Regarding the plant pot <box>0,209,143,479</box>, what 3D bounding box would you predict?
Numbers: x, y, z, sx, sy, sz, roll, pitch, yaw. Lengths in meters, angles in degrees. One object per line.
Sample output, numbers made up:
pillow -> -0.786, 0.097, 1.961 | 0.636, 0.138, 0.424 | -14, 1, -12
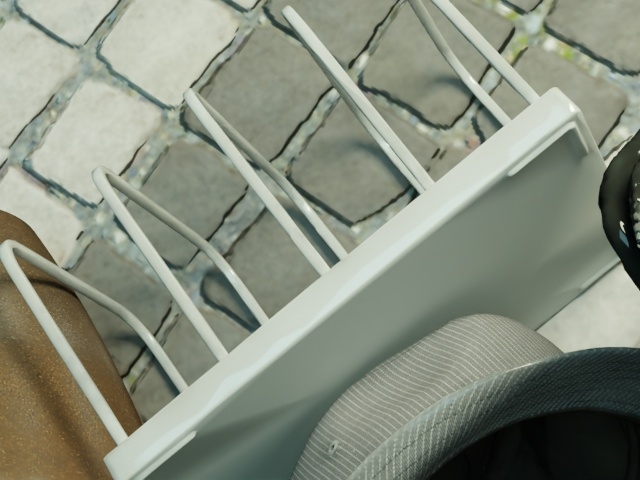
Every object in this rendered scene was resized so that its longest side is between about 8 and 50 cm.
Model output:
plant pot -> -0.201, 0.099, 0.829 | 0.215, 0.215, 0.230 | -23, 54, 11

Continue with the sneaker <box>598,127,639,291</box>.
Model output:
sneaker -> 0.186, 0.105, 0.561 | 0.169, 0.257, 0.447 | -10, 64, 48

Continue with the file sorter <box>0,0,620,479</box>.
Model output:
file sorter -> 0.000, 0.000, 0.785 | 0.277, 0.193, 0.173 | -39, 63, 4

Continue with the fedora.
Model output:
fedora -> 0.072, 0.135, 0.718 | 0.124, 0.243, 0.275 | 53, 126, 51
